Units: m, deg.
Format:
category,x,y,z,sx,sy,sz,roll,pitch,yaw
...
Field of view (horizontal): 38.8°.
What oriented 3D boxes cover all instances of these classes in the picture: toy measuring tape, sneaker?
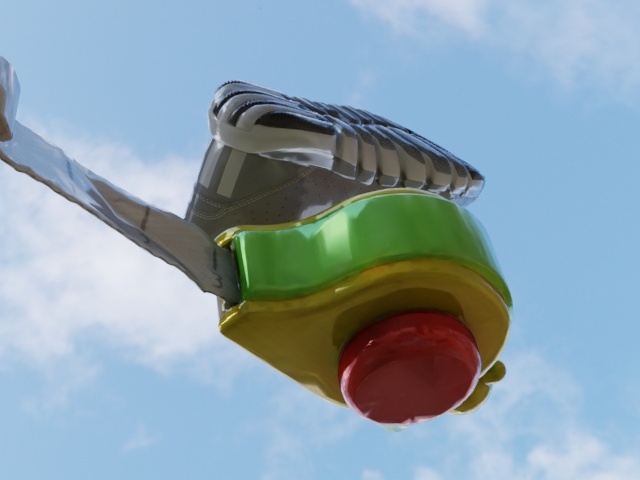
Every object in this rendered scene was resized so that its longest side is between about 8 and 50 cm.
category,x,y,z,sx,sy,sz,roll,pitch,yaw
toy measuring tape,0.000,0.000,0.422,0.121,0.121,0.330,-45,-52,8
sneaker,0.002,-0.016,0.578,0.229,0.086,0.132,9,-68,-44
